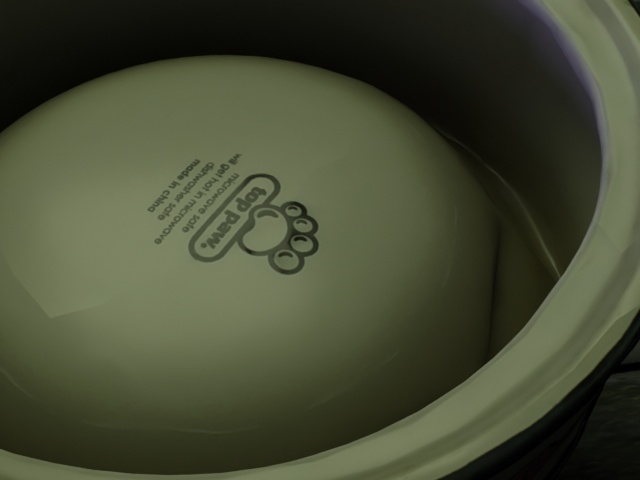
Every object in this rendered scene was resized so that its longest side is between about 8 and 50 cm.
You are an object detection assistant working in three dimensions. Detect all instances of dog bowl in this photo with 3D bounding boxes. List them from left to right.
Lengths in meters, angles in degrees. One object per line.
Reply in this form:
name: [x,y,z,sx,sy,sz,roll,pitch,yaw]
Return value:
dog bowl: [-0.050,0.000,0.802,0.408,0.150,0.408,-1,48,1]

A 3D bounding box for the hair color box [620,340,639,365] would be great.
hair color box: [0.000,0.000,1.030,0.347,0.174,0.105,-8,14,-4]
